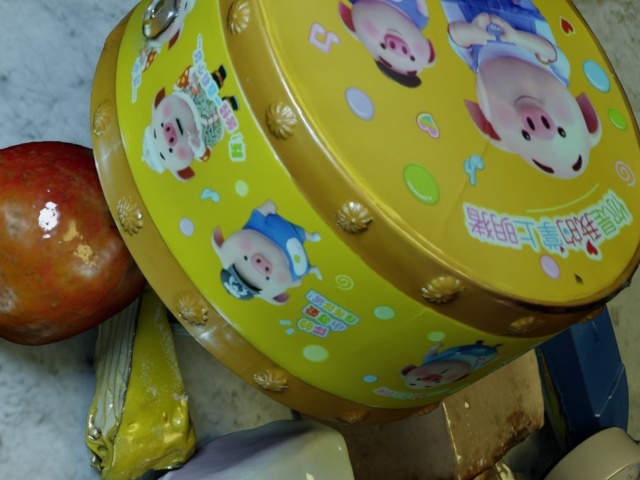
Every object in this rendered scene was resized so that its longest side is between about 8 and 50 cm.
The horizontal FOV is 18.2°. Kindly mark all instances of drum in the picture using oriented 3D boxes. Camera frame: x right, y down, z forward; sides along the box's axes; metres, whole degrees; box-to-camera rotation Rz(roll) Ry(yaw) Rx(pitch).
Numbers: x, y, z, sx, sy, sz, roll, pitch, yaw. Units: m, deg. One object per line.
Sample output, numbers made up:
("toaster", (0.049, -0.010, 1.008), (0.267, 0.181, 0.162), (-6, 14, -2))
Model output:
("drum", (0.041, -0.081, 1.562), (0.431, 0.214, 0.431), (26, 45, -30))

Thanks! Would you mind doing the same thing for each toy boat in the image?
("toy boat", (0.294, 0.174, 2.254), (0.129, 0.088, 0.295), (-55, 137, -40))

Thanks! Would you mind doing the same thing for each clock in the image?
("clock", (0.295, 0.275, 2.191), (0.229, 0.063, 0.155), (-45, 152, 2))

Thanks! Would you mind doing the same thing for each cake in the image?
("cake", (0.099, 0.130, 1.917), (0.198, 0.196, 0.293), (-23, 101, -52))
("cake", (-0.175, 0.117, 1.695), (0.116, 0.079, 0.185), (-29, 118, -36))

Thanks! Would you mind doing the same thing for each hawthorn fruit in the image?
("hawthorn fruit", (-0.207, -0.002, 1.564), (0.169, 0.188, 0.169), (12, 73, -43))

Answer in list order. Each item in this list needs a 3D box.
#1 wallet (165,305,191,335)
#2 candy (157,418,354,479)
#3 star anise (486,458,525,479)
("wallet", (0.000, 0.000, 1.796), (0.309, 0.223, 0.077), (-32, 110, -47))
("candy", (-0.051, 0.356, 1.739), (0.208, 0.145, 0.359), (-22, 101, -49))
("star anise", (0.155, 0.360, 2.021), (0.292, 0.109, 0.350), (8, 81, -58))
